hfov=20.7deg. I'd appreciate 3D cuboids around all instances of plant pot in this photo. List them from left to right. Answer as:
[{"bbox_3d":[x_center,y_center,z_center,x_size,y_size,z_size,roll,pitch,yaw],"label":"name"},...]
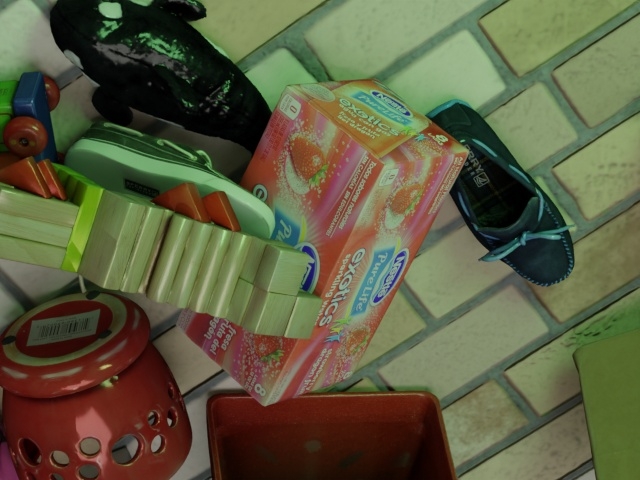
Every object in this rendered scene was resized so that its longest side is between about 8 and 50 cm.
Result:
[{"bbox_3d":[-0.244,0.163,1.825,0.191,0.191,0.174,-15,121,-1],"label":"plant pot"},{"bbox_3d":[0.004,0.347,1.962,0.267,0.267,0.236,0,134,-11],"label":"plant pot"}]

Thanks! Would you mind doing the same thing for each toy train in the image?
[{"bbox_3d":[-0.321,-0.043,1.738,0.143,0.105,0.248,-3,123,3],"label":"toy train"}]

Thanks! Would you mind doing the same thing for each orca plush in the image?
[{"bbox_3d":[-0.139,-0.132,1.706,0.151,0.102,0.287,-34,122,12],"label":"orca plush"}]

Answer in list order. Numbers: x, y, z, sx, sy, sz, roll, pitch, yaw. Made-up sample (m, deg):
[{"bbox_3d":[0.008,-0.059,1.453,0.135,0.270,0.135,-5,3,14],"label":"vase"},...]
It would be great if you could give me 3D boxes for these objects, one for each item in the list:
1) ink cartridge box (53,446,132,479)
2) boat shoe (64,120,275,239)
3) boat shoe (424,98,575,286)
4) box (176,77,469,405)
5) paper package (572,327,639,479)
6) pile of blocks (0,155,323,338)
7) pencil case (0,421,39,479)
[{"bbox_3d":[-0.241,0.351,1.982,0.127,0.128,0.176,-20,123,3],"label":"ink cartridge box"},{"bbox_3d":[-0.138,-0.063,1.710,0.219,0.070,0.078,22,137,10],"label":"boat shoe"},{"bbox_3d":[0.184,-0.030,1.841,0.109,0.089,0.258,-39,121,14],"label":"boat shoe"},{"bbox_3d":[0.000,0.000,1.762,0.154,0.142,0.300,-11,135,-52],"label":"box"},{"bbox_3d":[0.461,0.228,1.878,0.324,0.310,0.168,-18,137,17],"label":"paper package"},{"bbox_3d":[-0.164,-0.013,1.643,0.362,0.149,0.113,18,98,-15],"label":"pile of blocks"},{"bbox_3d":[-0.382,0.219,1.887,0.095,0.098,0.209,-18,125,29],"label":"pencil case"}]
